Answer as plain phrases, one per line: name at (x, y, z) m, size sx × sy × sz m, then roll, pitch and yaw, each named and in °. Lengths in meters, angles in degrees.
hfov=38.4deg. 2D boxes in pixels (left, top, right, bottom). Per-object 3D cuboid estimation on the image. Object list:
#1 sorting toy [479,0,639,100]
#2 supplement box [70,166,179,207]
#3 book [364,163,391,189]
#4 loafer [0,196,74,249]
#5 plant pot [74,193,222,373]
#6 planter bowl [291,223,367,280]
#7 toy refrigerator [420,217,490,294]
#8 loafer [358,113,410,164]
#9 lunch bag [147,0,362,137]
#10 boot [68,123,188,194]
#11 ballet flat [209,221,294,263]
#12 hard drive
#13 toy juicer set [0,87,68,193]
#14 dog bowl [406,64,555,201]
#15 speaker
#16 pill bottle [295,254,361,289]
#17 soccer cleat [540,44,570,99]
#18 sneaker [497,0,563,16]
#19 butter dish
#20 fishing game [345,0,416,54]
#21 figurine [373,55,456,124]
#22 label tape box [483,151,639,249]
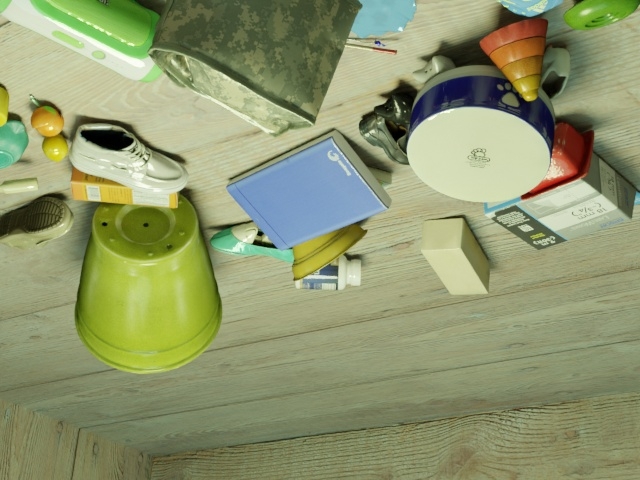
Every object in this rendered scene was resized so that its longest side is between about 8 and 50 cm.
sorting toy at (0.456, -0.329, 1.524) m, size 0.365 × 0.126 × 0.127 m, roll -15°, pitch 175°, yaw 20°
supplement box at (-0.432, -0.129, 2.051) m, size 0.233 × 0.078 × 0.080 m, roll 6°, pitch 149°, yaw -8°
book at (0.073, -0.137, 2.053) m, size 0.144 × 0.035 × 0.096 m, roll 15°, pitch 151°, yaw -21°
loafer at (-0.679, -0.036, 2.228) m, size 0.268 × 0.102 × 0.092 m, roll -8°, pitch 153°, yaw 37°
plant pot at (-0.411, 0.065, 2.181) m, size 0.366 × 0.366 × 0.353 m, roll 4°, pitch 140°, yaw -5°
planter bowl at (0.000, 0.000, 2.207) m, size 0.217 × 0.217 × 0.090 m, roll -28°, pitch 98°, yaw 43°
toy refrigerator at (0.343, 0.041, 2.311) m, size 0.102 × 0.094 × 0.269 m, roll -4°, pitch 152°, yaw 25°
loafer at (0.155, -0.206, 1.889) m, size 0.061 × 0.062 × 0.170 m, roll -28°, pitch 141°, yaw 36°
lunch bag at (-0.117, -0.331, 1.456) m, size 0.287 × 0.235 × 0.169 m, roll 27°, pitch 165°, yaw -26°
boot at (-0.397, -0.173, 1.943) m, size 0.258 × 0.095 × 0.123 m, roll 11°, pitch 156°, yaw -17°
ballet flat at (-0.148, -0.005, 2.283) m, size 0.247 × 0.083 × 0.087 m, roll 10°, pitch 127°, yaw -16°
hard drive at (-0.030, -0.102, 2.038) m, size 0.319 × 0.040 × 0.210 m, roll -21°, pitch 120°, yaw 37°
toy juicer set at (-0.646, -0.198, 1.937) m, size 0.209 × 0.089 × 0.329 m, roll 3°, pitch 146°, yaw -31°
dog bowl at (0.293, -0.190, 1.687) m, size 0.265 × 0.104 × 0.265 m, roll 9°, pitch 145°, yaw 6°
speaker at (-0.393, -0.374, 1.532) m, size 0.296 × 0.131 × 0.131 m, roll 23°, pitch 145°, yaw -35°
pill bottle at (0.020, 0.082, 2.400) m, size 0.169 × 0.094 × 0.094 m, roll 1°, pitch 152°, yaw 0°
soccer cleat at (0.412, -0.281, 1.713) m, size 0.068 × 0.076 × 0.196 m, roll 5°, pitch 152°, yaw -6°
sneaker at (0.295, -0.403, 1.476) m, size 0.240 × 0.091 × 0.126 m, roll -1°, pitch 153°, yaw 3°
butter dish at (0.455, -0.181, 1.856) m, size 0.160 × 0.160 × 0.118 m, roll -25°, pitch 120°, yaw 39°
fishing game at (0.068, -0.404, 1.545) m, size 0.189 × 0.041 × 0.264 m, roll 8°, pitch 158°, yaw 4°
figurine at (0.240, -0.263, 1.757) m, size 0.209 × 0.092 × 0.215 m, roll 20°, pitch 147°, yaw -22°
label tape box at (0.559, -0.074, 2.063) m, size 0.241 × 0.106 × 0.334 m, roll -22°, pitch 143°, yaw 39°
